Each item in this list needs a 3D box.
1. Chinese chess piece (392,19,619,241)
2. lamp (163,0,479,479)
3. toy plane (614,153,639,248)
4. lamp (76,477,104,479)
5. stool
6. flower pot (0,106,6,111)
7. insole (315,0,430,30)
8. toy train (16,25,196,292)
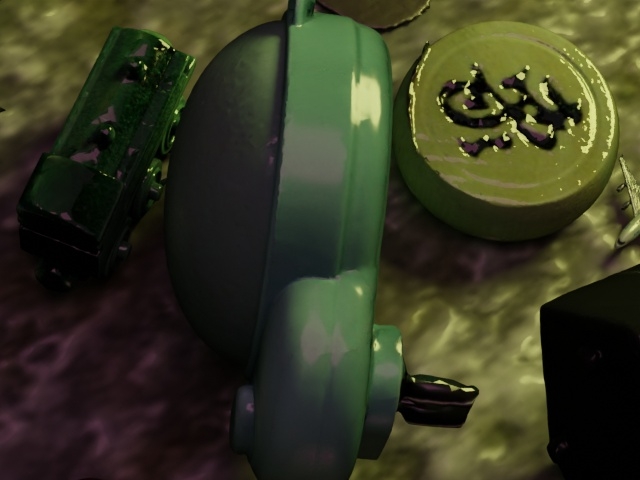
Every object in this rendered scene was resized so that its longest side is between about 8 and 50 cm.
[{"bbox_3d":[0.116,-0.069,1.177,0.144,0.058,0.144,2,64,-4],"label":"Chinese chess piece"},{"bbox_3d":[-0.012,0.001,1.046,0.147,0.209,0.284,-13,69,-10],"label":"lamp"},{"bbox_3d":[0.212,-0.021,1.184,0.078,0.024,0.084,41,74,13],"label":"toy plane"},{"bbox_3d":[-0.127,0.181,1.012,0.107,0.092,0.107,-17,48,21],"label":"lamp"},{"bbox_3d":[0.222,0.111,1.017,0.141,0.232,0.232,-22,69,-16],"label":"stool"},{"bbox_3d":[-0.357,-0.046,1.020,0.259,0.290,0.290,25,64,21],"label":"flower pot"},{"bbox_3d":[-0.035,-0.268,1.285,0.111,0.007,0.328,-28,70,-19],"label":"insole"},{"bbox_3d":[-0.125,-0.053,1.115,0.071,0.111,0.170,22,65,1],"label":"toy train"}]
